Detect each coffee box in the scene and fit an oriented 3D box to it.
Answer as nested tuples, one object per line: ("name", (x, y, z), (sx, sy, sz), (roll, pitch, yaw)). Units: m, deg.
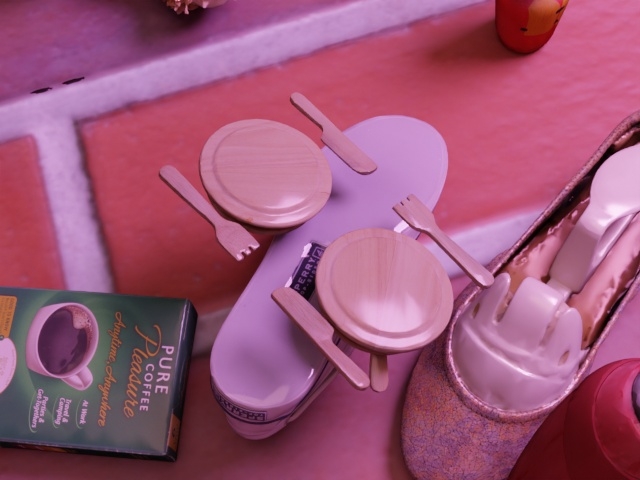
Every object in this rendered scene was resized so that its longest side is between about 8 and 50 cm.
("coffee box", (-0.184, 0.091, 0.732), (0.184, 0.040, 0.113), (2, 68, 6))

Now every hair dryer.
("hair dryer", (0.177, 0.176, 0.558), (0.080, 0.293, 0.223), (1, 99, -22))

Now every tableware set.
("tableware set", (0.000, 0.000, 0.665), (0.128, 0.039, 0.194), (-34, 70, -32))

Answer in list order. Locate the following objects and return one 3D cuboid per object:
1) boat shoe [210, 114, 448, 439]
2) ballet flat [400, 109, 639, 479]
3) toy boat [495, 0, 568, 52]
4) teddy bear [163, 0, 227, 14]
("boat shoe", (0.004, 0.021, 0.726), (0.095, 0.084, 0.258), (31, 62, 14))
("ballet flat", (0.156, 0.028, 0.699), (0.107, 0.106, 0.316), (33, 74, 16))
("toy boat", (0.169, -0.310, 0.815), (0.267, 0.148, 0.318), (2, 67, 5))
("teddy bear", (-0.159, -0.316, 0.863), (0.245, 0.113, 0.338), (-34, 69, -12))
